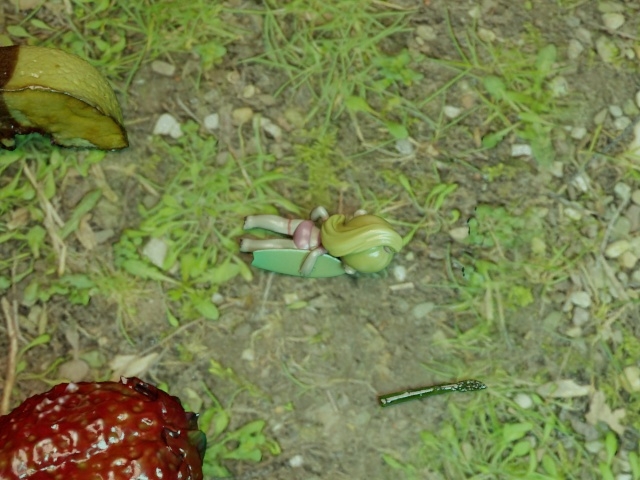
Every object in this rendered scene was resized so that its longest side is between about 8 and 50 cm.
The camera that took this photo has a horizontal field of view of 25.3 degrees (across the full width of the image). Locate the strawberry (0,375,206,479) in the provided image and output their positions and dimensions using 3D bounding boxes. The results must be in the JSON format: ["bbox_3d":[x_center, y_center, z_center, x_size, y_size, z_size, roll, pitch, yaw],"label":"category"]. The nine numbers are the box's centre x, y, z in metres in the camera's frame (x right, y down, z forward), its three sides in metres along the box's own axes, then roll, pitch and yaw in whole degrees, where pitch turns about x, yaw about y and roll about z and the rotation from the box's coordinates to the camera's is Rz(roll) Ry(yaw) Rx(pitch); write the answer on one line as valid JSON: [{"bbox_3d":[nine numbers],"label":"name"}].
[{"bbox_3d":[-0.248,0.265,1.342,0.288,0.239,0.250,-11,55,-28],"label":"strawberry"}]

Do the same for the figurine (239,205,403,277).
[{"bbox_3d":[0.000,0.000,1.533,0.187,0.083,0.083,7,69,15],"label":"figurine"}]

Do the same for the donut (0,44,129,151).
[{"bbox_3d":[-0.322,-0.158,1.581,0.217,0.141,0.085,0,61,-2],"label":"donut"}]

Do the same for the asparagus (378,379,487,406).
[{"bbox_3d":[0.117,0.158,1.493,0.114,0.014,0.015,-11,69,-2],"label":"asparagus"}]
